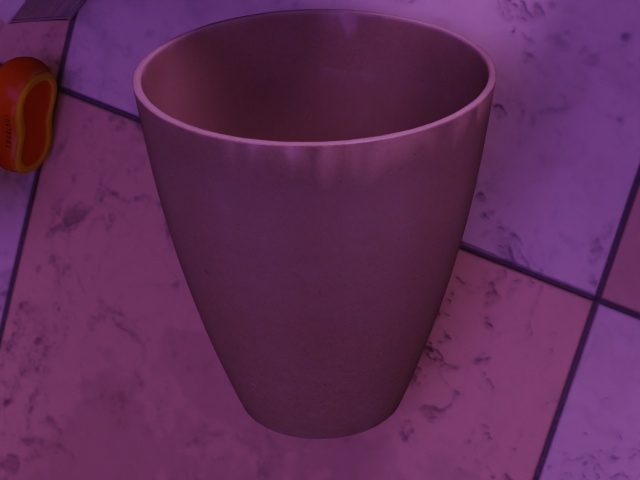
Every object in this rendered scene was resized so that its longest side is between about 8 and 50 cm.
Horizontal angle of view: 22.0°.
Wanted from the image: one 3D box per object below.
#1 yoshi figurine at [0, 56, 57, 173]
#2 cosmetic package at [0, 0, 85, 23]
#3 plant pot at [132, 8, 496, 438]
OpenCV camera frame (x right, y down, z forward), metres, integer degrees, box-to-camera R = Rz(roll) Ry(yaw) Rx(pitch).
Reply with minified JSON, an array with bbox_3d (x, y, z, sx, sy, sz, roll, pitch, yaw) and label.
[{"bbox_3d":[-0.412,-0.166,1.404,0.362,0.203,0.203,26,93,21],"label":"yoshi figurine"},{"bbox_3d":[-0.293,-0.284,1.369,0.239,0.099,0.060,47,112,10],"label":"cosmetic package"},{"bbox_3d":[0.000,0.000,1.226,0.256,0.256,0.274,10,120,23],"label":"plant pot"}]
